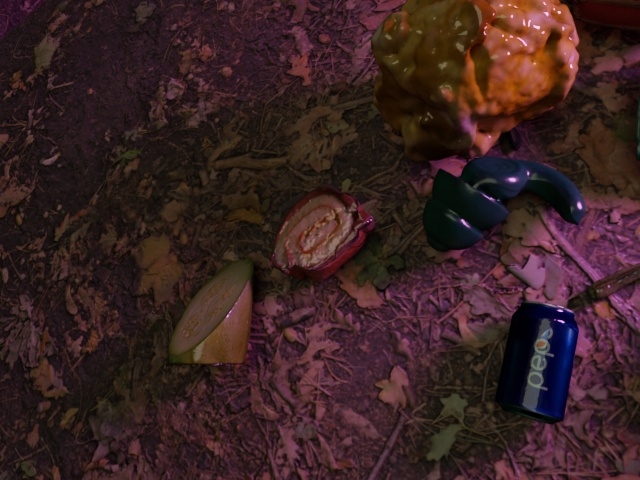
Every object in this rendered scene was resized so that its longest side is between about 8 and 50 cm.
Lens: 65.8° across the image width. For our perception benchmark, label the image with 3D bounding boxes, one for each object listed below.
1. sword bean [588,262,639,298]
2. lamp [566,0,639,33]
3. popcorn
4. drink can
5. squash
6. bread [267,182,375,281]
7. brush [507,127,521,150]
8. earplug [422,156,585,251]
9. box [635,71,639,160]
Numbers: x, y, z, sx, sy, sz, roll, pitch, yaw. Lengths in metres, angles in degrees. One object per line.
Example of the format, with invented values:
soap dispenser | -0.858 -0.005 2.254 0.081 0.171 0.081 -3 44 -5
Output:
sword bean | 0.628 0.046 0.907 0.269 0.038 0.043 -24 40 13
lamp | 0.658 -0.522 1.016 0.274 0.177 0.177 23 82 24
popcorn | 0.289 -0.361 0.997 0.390 0.344 0.354 -33 35 15
drink can | 0.393 0.218 0.896 0.118 0.118 0.204 11 78 24
squash | -0.251 0.156 1.132 0.189 0.189 0.260 -4 76 20
bread | -0.008 -0.008 1.126 0.244 0.123 0.190 -42 61 3
brush | 0.417 -0.284 1.110 0.063 0.016 0.193 -16 67 18
earplug | 0.347 -0.070 1.014 0.257 0.164 0.280 40 103 -8
box | 0.729 -0.298 0.906 0.264 0.106 0.336 3 94 24
